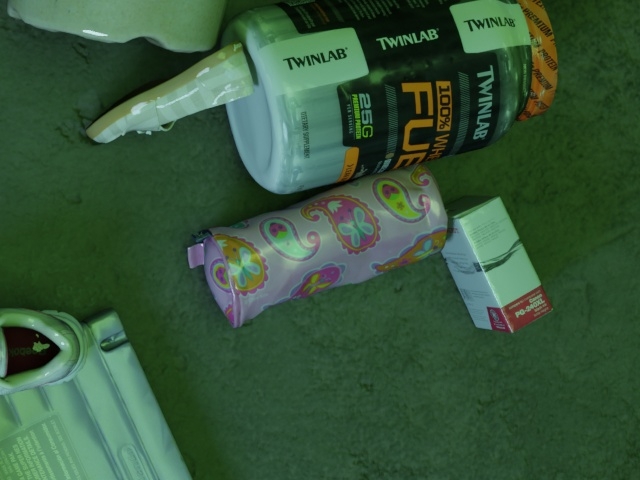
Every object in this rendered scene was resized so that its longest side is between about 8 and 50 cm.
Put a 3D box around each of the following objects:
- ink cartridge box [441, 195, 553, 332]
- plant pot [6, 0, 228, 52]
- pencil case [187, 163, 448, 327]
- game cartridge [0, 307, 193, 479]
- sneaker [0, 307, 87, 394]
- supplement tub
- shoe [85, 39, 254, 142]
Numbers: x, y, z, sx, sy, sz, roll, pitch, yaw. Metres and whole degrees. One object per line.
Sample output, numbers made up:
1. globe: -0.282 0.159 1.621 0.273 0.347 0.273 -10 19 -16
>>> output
1. ink cartridge box: 0.193 0.025 2.064 0.063 0.109 0.150 -28 99 -14
2. plant pot: -0.193 -0.362 1.847 0.334 0.334 0.305 7 101 -18
3. pencil case: 0.000 0.000 2.000 0.284 0.124 0.124 -19 97 -16
4. game cartridge: -0.257 0.280 1.954 0.230 0.068 0.355 -25 98 -12
5. sneaker: -0.361 0.114 1.834 0.252 0.111 0.103 -10 86 -15
6. supplement tub: 0.076 -0.182 1.971 0.338 0.207 0.207 -14 96 -17
7. shoe: -0.162 -0.144 1.909 0.058 0.219 0.076 59 33 -12
